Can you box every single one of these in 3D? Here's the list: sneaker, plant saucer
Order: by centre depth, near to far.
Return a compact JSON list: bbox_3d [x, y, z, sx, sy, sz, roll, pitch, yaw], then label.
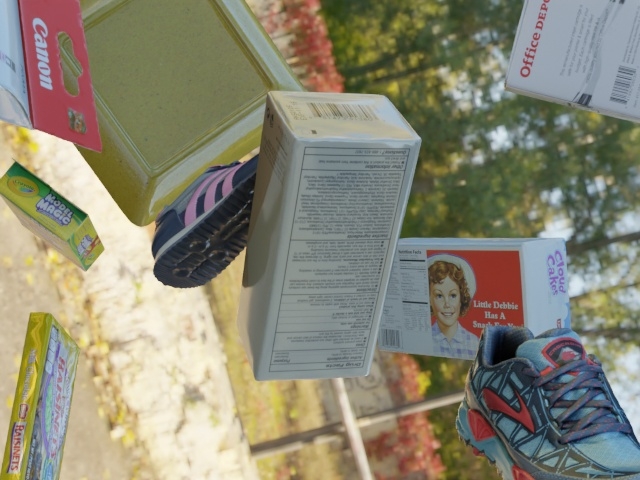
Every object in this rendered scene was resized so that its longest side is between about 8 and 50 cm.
[{"bbox_3d":[0.184,0.135,0.834,0.262,0.104,0.125,-152,-115,-66],"label":"sneaker"},{"bbox_3d":[-0.098,-0.071,1.319,0.112,0.319,0.131,38,29,-41],"label":"sneaker"},{"bbox_3d":[-0.218,-0.241,1.479,0.332,0.333,0.081,55,-13,-10],"label":"plant saucer"}]

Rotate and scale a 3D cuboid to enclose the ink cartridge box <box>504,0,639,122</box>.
[{"bbox_3d":[0.322,-0.221,1.208,0.082,0.191,0.139,-23,127,-80],"label":"ink cartridge box"}]

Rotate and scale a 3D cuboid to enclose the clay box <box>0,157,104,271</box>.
[{"bbox_3d":[-0.378,-0.033,1.456,0.127,0.053,0.222,36,-13,5],"label":"clay box"}]

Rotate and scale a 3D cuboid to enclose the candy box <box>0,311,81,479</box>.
[{"bbox_3d":[-0.281,0.185,1.043,0.105,0.027,0.205,83,9,-63],"label":"candy box"}]

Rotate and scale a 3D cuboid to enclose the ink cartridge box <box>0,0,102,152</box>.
[{"bbox_3d":[-0.275,-0.195,0.901,0.232,0.066,0.189,14,55,-47],"label":"ink cartridge box"}]

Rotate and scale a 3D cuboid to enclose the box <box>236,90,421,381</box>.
[{"bbox_3d":[0.000,0.000,1.165,0.121,0.148,0.311,-118,-146,-54],"label":"box"}]

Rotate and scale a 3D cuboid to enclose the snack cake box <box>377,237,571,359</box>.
[{"bbox_3d":[0.190,0.073,1.352,0.089,0.264,0.152,-7,95,-41],"label":"snack cake box"}]
